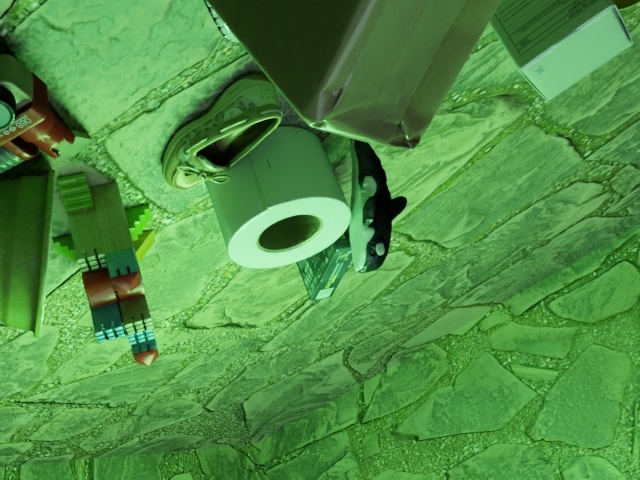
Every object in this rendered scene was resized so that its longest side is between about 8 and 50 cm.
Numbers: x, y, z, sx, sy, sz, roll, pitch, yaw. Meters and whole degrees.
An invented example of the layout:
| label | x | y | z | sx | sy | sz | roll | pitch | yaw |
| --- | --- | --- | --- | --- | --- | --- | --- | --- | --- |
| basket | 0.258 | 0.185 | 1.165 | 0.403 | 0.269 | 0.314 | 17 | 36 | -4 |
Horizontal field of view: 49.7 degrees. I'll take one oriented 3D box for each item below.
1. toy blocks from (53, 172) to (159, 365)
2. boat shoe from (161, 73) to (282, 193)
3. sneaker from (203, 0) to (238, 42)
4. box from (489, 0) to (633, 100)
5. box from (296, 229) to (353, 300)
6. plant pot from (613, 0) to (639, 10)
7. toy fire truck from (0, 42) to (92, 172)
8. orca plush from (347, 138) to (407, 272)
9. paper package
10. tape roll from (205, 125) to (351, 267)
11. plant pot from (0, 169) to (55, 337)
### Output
| label | x | y | z | sx | sy | sz | roll | pitch | yaw |
| --- | --- | --- | --- | --- | --- | --- | --- | --- | --- |
| toy blocks | -0.387 | 0.082 | 1.305 | 0.191 | 0.260 | 0.381 | -14 | 152 | -15 |
| boat shoe | -0.176 | -0.164 | 1.186 | 0.105 | 0.089 | 0.285 | 7 | 143 | -45 |
| sneaker | -0.115 | -0.344 | 0.903 | 0.094 | 0.081 | 0.208 | -24 | 153 | 1 |
| box | 0.332 | -0.355 | 1.037 | 0.149 | 0.232 | 0.127 | -34 | 150 | 25 |
| box | 0.000 | 0.000 | 1.522 | 0.059 | 0.183 | 0.232 | -10 | 151 | -23 |
| plant pot | 0.493 | -0.457 | 1.119 | 0.134 | 0.095 | 0.134 | -17 | 154 | -8 |
| toy fire truck | -0.451 | -0.142 | 0.995 | 0.217 | 0.158 | 0.246 | -28 | 143 | 12 |
| orca plush | 0.111 | -0.078 | 1.336 | 0.102 | 0.287 | 0.151 | 2 | 150 | -14 |
| paper package | 0.038 | -0.317 | 0.725 | 0.168 | 0.324 | 0.309 | 3 | 129 | -39 |
| tape roll | -0.082 | -0.079 | 1.328 | 0.246 | 0.169 | 0.246 | -17 | 153 | -9 |
| plant pot | -0.562 | 0.012 | 1.083 | 0.254 | 0.276 | 0.276 | 4 | 146 | -22 |
